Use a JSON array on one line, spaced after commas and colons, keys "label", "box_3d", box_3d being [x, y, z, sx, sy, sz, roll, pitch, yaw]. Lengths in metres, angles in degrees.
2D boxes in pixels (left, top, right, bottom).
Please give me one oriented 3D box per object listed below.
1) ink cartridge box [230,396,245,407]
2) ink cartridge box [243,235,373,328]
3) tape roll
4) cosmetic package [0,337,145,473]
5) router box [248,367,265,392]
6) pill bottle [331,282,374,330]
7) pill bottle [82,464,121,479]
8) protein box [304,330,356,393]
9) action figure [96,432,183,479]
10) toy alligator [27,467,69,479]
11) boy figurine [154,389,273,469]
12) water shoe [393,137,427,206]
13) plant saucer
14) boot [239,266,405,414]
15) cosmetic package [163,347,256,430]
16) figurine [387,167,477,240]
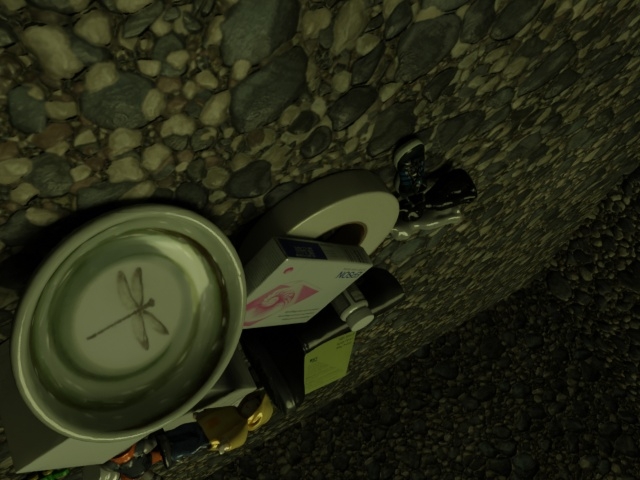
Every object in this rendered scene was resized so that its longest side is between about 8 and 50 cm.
[{"label": "ink cartridge box", "box_3d": [-0.332, 0.492, 1.619, 0.207, 0.046, 0.097, 1, 128, -33]}, {"label": "ink cartridge box", "box_3d": [-0.088, 0.125, 1.179, 0.330, 0.071, 0.324, -45, 154, 24]}, {"label": "tape roll", "box_3d": [0.000, 0.000, 1.220, 0.392, 0.072, 0.392, -27, 155, -14]}, {"label": "cosmetic package", "box_3d": [-0.457, 0.287, 1.002, 0.138, 0.224, 0.224, -35, 156, 3]}, {"label": "router box", "box_3d": [-0.327, 0.560, 1.860, 0.243, 0.081, 0.309, -12, 149, -39]}, {"label": "pill bottle", "box_3d": [0.068, 0.148, 1.326, 0.078, 0.137, 0.078, -27, 154, -14]}, {"label": "pill bottle", "box_3d": [-0.658, 0.728, 1.733, 0.108, 0.108, 0.193, -39, 155, 13]}, {"label": "protein box", "box_3d": [-0.019, 0.343, 1.690, 0.200, 0.136, 0.201, -15, 129, -35]}, {"label": "action figure", "box_3d": [-0.510, 0.627, 1.615, 0.341, 0.178, 0.330, -33, 137, -12]}, {"label": "toy alligator", "box_3d": [-0.819, 0.695, 1.546, 0.190, 0.056, 0.051, -23, -166, -23]}, {"label": "boy figurine", "box_3d": [-0.241, 0.445, 1.286, 0.285, 0.177, 0.092, -15, 108, -23]}, {"label": "water shoe", "box_3d": [0.210, -0.147, 1.189, 0.073, 0.080, 0.203, -32, 156, -6]}, {"label": "plant saucer", "box_3d": [-0.310, 0.129, 0.905, 0.400, 0.100, 0.400, -16, 113, -42]}, {"label": "boot", "box_3d": [0.034, 0.234, 1.418, 0.445, 0.367, 0.146, -22, 115, -17]}, {"label": "cosmetic package", "box_3d": [-0.359, 0.362, 1.353, 0.217, 0.156, 0.385, -37, 157, 13]}, {"label": "figurine", "box_3d": [0.264, -0.075, 1.383, 0.209, 0.092, 0.215, -22, 162, -11]}]
